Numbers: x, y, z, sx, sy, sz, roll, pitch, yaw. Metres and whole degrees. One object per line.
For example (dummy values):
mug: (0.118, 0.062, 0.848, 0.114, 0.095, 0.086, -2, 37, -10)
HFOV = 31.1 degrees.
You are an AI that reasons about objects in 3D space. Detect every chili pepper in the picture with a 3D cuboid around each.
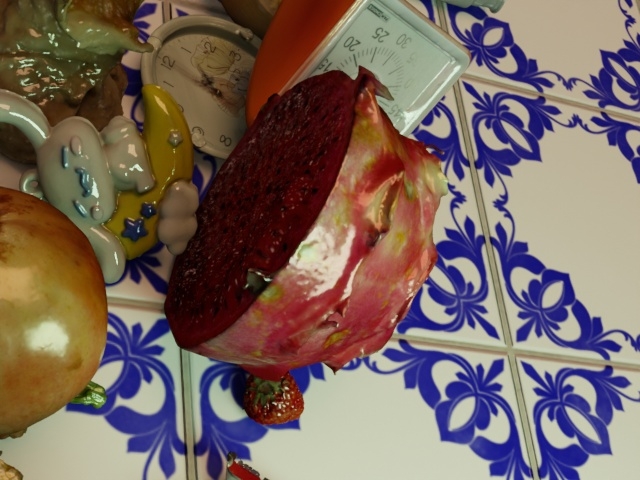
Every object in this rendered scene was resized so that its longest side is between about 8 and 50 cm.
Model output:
chili pepper: (-0.279, 0.171, 1.274, 0.091, 0.030, 0.034, 2, 86, -28)

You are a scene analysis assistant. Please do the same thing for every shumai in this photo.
shumai: (-0.337, -0.284, 1.378, 0.267, 0.262, 0.314, -25, 75, -40)

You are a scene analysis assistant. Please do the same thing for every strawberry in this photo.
strawberry: (-0.054, 0.190, 1.385, 0.083, 0.073, 0.073, 43, 35, -52)

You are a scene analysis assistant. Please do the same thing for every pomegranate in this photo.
pomegranate: (-0.336, 0.085, 1.165, 0.229, 0.270, 0.252, -29, 45, -35)

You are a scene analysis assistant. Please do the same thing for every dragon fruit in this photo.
dragon fruit: (0.000, 0.000, 1.335, 0.249, 0.386, 0.371, 32, 26, -25)

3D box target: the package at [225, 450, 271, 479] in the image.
package: (-0.042, 0.367, 1.272, 0.269, 0.071, 0.194, 46, 63, -4)

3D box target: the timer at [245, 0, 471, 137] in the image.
timer: (0.033, -0.213, 1.551, 0.161, 0.250, 0.257, 33, 6, 39)

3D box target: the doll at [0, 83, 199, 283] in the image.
doll: (-0.260, -0.071, 1.333, 0.237, 0.252, 0.111, -12, 22, -8)

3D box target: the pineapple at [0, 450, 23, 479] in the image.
pineapple: (-0.372, 0.280, 1.135, 0.221, 0.047, 0.221, 15, 54, -22)

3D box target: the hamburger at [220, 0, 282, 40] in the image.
hamburger: (-0.026, -0.412, 1.680, 0.302, 0.170, 0.302, 21, 57, -36)

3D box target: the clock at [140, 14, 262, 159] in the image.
clock: (-0.142, -0.201, 1.580, 0.236, 0.053, 0.236, 14, 57, -23)

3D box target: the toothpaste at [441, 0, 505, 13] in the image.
toothpaste: (0.168, -0.449, 1.928, 0.299, 0.073, 0.114, 12, 56, -17)
